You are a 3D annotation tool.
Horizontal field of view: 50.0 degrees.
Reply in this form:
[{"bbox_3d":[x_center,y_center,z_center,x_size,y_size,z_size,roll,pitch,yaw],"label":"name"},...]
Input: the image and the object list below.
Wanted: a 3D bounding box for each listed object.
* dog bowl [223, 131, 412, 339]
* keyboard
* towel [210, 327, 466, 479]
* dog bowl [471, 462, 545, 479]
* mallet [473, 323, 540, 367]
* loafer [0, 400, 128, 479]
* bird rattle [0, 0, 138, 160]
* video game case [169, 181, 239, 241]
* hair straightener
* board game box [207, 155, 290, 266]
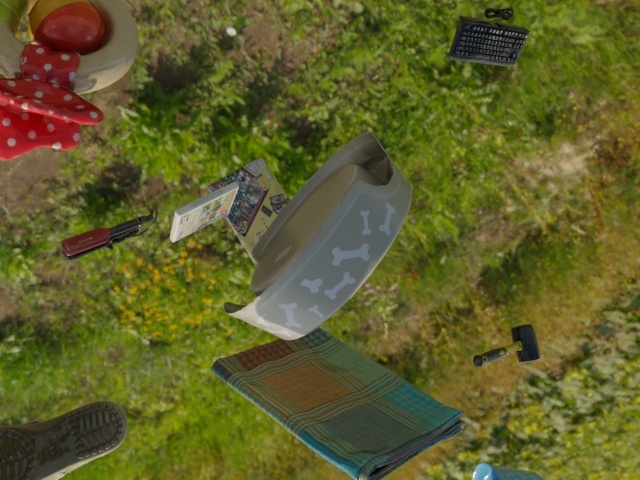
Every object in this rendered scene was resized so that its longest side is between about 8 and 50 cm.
[{"bbox_3d":[0.000,0.000,1.043,0.102,0.348,0.349,39,123,-12],"label":"dog bowl"},{"bbox_3d":[0.321,-0.382,1.281,0.180,0.023,0.108,-5,122,-35],"label":"keyboard"},{"bbox_3d":[0.027,0.261,1.181,0.271,0.370,0.040,-12,119,-45],"label":"towel"},{"bbox_3d":[0.259,0.440,0.946,0.074,0.166,0.297,-1,117,-8],"label":"dog bowl"},{"bbox_3d":[0.293,0.182,1.078,0.039,0.062,0.190,-19,177,40],"label":"mallet"},{"bbox_3d":[-0.402,0.308,0.991,0.269,0.102,0.092,-14,159,-4],"label":"loafer"},{"bbox_3d":[-0.290,-0.214,0.722,0.207,0.253,0.143,-34,154,-32],"label":"bird rattle"},{"bbox_3d":[-0.248,-0.059,1.454,0.143,0.019,0.157,-30,170,-24],"label":"video game case"},{"bbox_3d":[-0.478,-0.014,1.571,0.230,0.047,0.089,-30,171,-26],"label":"hair straightener"},{"bbox_3d":[-0.157,-0.074,1.768,0.165,0.243,0.042,-31,175,-12],"label":"board game box"}]
